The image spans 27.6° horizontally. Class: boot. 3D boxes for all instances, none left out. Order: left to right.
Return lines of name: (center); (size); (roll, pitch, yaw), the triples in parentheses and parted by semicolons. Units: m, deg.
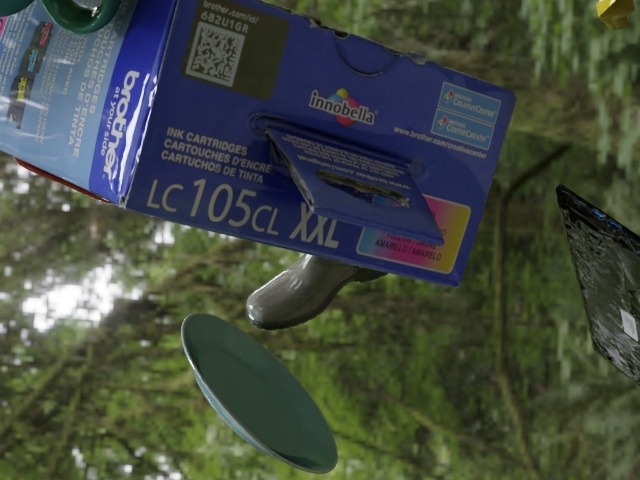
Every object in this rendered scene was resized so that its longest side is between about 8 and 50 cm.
boot: (0.000, 0.000, 1.671); (0.083, 0.246, 0.161); (42, 151, 41)

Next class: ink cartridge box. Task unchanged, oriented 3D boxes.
ink cartridge box: (-0.058, -0.086, 0.906); (0.395, 0.270, 0.151); (19, 95, 56)

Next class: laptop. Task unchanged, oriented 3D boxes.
laptop: (0.309, 0.052, 0.865); (0.136, 0.264, 0.234); (-43, -35, -11)

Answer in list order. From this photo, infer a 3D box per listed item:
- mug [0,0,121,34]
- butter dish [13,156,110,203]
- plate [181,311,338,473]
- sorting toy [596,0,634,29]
mug: (-0.178, -0.202, 0.737); (0.157, 0.097, 0.129); (15, -131, -41)
butter dish: (-0.266, -0.141, 1.409); (0.160, 0.118, 0.160); (27, -150, -55)
plate: (-0.059, 0.140, 1.157); (0.024, 0.188, 0.188); (-45, 1, 14)
sorting toy: (0.371, -0.311, 1.326); (0.307, 0.229, 0.041); (128, 141, -59)
